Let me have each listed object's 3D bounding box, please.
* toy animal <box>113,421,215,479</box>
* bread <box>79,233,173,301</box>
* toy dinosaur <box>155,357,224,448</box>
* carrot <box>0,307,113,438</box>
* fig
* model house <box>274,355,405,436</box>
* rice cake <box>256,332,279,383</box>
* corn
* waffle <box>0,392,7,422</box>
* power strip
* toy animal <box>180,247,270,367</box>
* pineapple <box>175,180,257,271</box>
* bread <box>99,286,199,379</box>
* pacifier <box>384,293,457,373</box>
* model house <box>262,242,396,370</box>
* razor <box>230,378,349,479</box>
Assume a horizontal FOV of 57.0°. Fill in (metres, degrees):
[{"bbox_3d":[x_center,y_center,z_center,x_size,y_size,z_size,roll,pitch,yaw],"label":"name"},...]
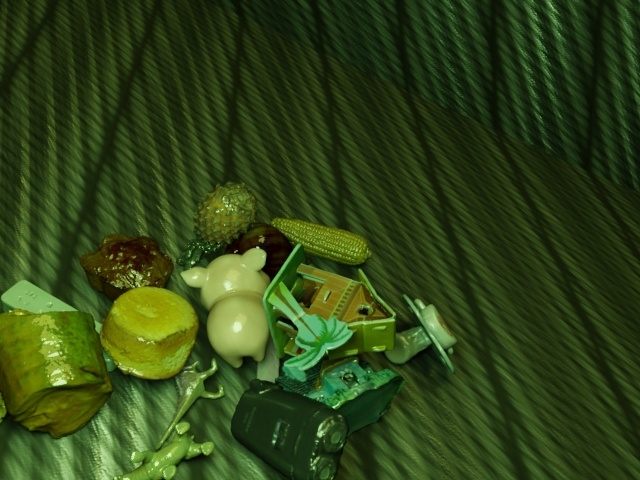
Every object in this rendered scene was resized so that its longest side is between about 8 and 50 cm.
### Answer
[{"bbox_3d":[-0.368,0.513,1.382,0.219,0.101,0.103,-27,78,-40],"label":"toy animal"},{"bbox_3d":[-0.550,0.083,1.726,0.247,0.135,0.232,25,42,7],"label":"bread"},{"bbox_3d":[-0.351,0.400,1.535,0.200,0.072,0.251,-11,59,-19],"label":"toy dinosaur"},{"bbox_3d":[-0.640,0.272,1.391,0.242,0.241,0.340,-14,65,-31],"label":"carrot"},{"bbox_3d":[-0.144,0.045,1.893,0.321,0.217,0.217,1,42,-46],"label":"fig"},{"bbox_3d":[0.042,0.377,1.575,0.261,0.225,0.241,-15,47,-34],"label":"model house"},{"bbox_3d":[-0.148,0.315,1.692,0.073,0.056,0.364,10,43,-7],"label":"rice cake"},{"bbox_3d":[0.000,0.000,2.026,0.363,0.120,0.120,17,42,-3],"label":"corn"},{"bbox_3d":[-0.857,0.383,1.361,0.238,0.058,0.243,29,44,12],"label":"waffle"},{"bbox_3d":[-0.677,0.231,1.582,0.385,0.062,0.091,27,45,9],"label":"power strip"},{"bbox_3d":[-0.233,0.180,1.619,0.237,0.269,0.326,-15,21,-3],"label":"toy animal"},{"bbox_3d":[-0.330,-0.030,1.770,0.175,0.361,0.175,29,39,-26],"label":"pineapple"},{"bbox_3d":[-0.443,0.231,1.532,0.269,0.145,0.268,18,28,-10],"label":"bread"},{"bbox_3d":[0.293,0.307,1.806,0.207,0.227,0.279,-31,78,-4],"label":"pacifier"},{"bbox_3d":[0.019,0.249,1.496,0.324,0.300,0.340,17,52,21],"label":"model house"},{"bbox_3d":[-0.077,0.453,1.402,0.327,0.189,0.107,10,-12,47],"label":"razor"}]
